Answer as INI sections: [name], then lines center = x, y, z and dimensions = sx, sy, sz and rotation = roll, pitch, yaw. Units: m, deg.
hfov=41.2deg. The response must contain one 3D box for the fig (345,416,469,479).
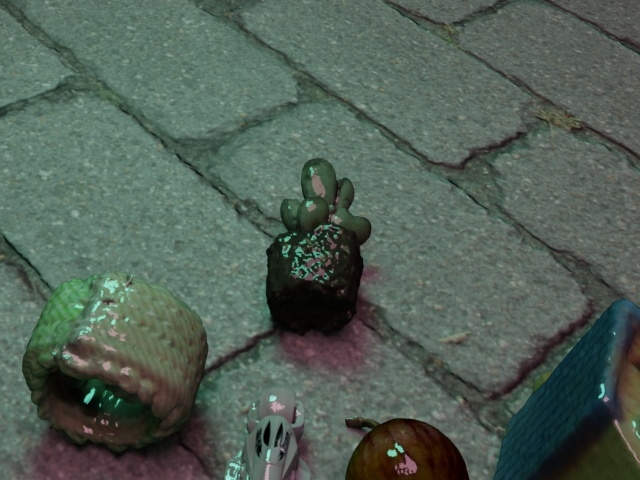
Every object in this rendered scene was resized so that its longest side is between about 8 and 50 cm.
[fig]
center = 0.106, 0.282, 1.028
dimensions = 0.149, 0.148, 0.202
rotation = 56, 19, -3

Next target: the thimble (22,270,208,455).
[thimble]
center = -0.250, 0.148, 1.039
dimensions = 0.219, 0.219, 0.150
rotation = 11, 47, 1

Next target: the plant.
[plant]
center = 0.000, 0.000, 1.268
dimensions = 0.149, 0.146, 0.275
rotation = 7, 46, 2

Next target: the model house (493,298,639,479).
[model house]
center = 0.426, 0.251, 0.983
dimensions = 0.382, 0.335, 0.343
rotation = 0, 48, -23

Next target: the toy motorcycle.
[toy motorcycle]
center = -0.063, 0.277, 1.023
dimensions = 0.112, 0.112, 0.254
rotation = 8, 45, -1
